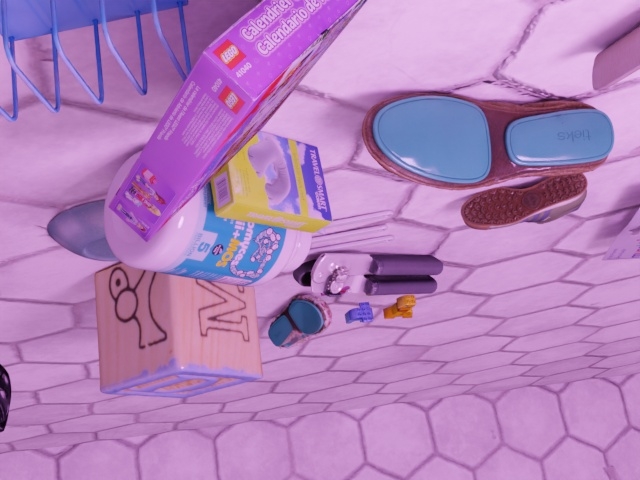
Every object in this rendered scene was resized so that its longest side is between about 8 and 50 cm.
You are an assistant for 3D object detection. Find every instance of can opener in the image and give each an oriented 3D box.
[{"bbox_3d":[0.089,0.051,1.641,0.280,0.093,0.074,3,113,-33],"label":"can opener"}]

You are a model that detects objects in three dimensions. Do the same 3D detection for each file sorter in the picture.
[{"bbox_3d":[-0.202,-0.176,0.783,0.170,0.105,0.118,-10,160,4],"label":"file sorter"}]

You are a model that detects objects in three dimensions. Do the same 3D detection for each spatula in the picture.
[{"bbox_3d":[0.000,0.000,1.512,0.242,0.019,0.168,-9,160,1],"label":"spatula"}]

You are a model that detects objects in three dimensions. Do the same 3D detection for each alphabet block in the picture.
[{"bbox_3d":[-0.227,0.135,1.508,0.192,0.197,0.193,-18,159,33],"label":"alphabet block"}]

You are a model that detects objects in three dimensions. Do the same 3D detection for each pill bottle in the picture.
[{"bbox_3d":[-0.130,-0.021,1.198,0.146,0.146,0.264,-23,157,35],"label":"pill bottle"}]

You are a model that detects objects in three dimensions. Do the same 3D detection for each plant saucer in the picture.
[{"bbox_3d":[-0.284,-0.005,1.335,0.194,0.038,0.195,-8,160,-3],"label":"plant saucer"}]

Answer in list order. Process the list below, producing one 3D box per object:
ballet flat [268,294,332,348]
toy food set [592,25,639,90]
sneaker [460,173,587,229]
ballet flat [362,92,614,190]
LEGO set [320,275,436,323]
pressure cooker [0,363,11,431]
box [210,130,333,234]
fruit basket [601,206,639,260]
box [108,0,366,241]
[{"bbox_3d":[-0.028,0.150,1.857,0.077,0.091,0.241,-24,177,-32],"label":"ballet flat"},{"bbox_3d":[0.480,-0.205,1.040,0.306,0.092,0.219,5,156,-34],"label":"toy food set"},{"bbox_3d":[0.316,-0.047,1.453,0.192,0.064,0.086,-17,155,11],"label":"sneaker"},{"bbox_3d":[0.191,-0.120,1.161,0.342,0.116,0.124,-6,180,-21],"label":"ballet flat"},{"bbox_3d":[0.125,0.104,1.764,0.227,0.087,0.093,-3,160,-20],"label":"LEGO set"},{"bbox_3d":[-0.643,0.193,1.245,0.420,0.376,0.370,-15,-169,16],"label":"pressure cooker"},{"bbox_3d":[-0.054,-0.071,1.143,0.178,0.109,0.042,10,152,-44],"label":"box"},{"bbox_3d":[0.689,-0.008,1.604,0.352,0.166,0.327,-6,161,1],"label":"fruit basket"},{"bbox_3d":[-0.076,-0.130,0.868,0.201,0.057,0.293,-50,-175,-34],"label":"box"}]
